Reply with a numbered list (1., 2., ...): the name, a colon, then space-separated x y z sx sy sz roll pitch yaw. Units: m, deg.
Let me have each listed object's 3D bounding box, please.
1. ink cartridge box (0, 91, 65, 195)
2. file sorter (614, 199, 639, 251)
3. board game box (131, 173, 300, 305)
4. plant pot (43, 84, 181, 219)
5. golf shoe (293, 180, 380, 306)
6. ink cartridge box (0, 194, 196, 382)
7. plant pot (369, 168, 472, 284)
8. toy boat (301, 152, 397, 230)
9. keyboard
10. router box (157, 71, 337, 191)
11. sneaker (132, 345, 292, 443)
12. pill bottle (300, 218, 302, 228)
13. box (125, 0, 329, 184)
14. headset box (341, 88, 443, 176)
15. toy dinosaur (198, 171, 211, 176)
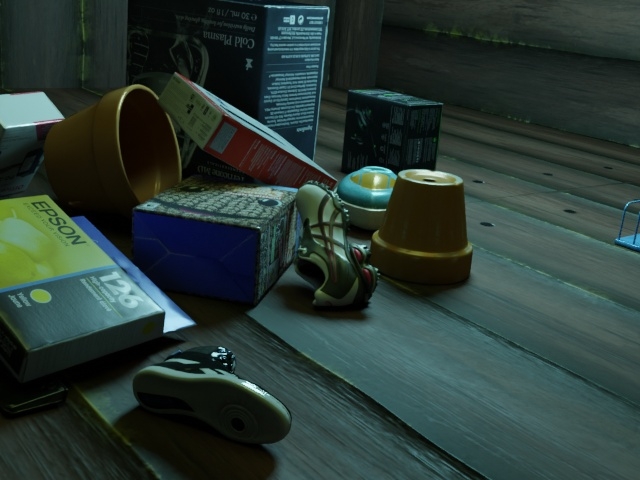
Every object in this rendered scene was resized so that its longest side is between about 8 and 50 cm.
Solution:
1. ink cartridge box: -0.697 -0.205 1.801 0.100 0.237 0.172 49 31 11
2. file sorter: 0.797 -0.023 1.897 0.118 0.104 0.170 -8 22 -38
3. board game box: -0.182 -0.012 1.509 0.232 0.141 0.291 9 18 10
4. plant pot: -0.454 -0.174 1.772 0.203 0.291 0.291 -8 14 16
5. golf shoe: 0.000 0.000 1.459 0.120 0.105 0.273 -14 53 -21
6. ink cartridge box: -0.373 0.045 1.172 0.303 0.072 0.307 39 32 25
7. plant pot: 0.208 -0.036 1.623 0.205 0.188 0.205 5 18 -2
8. toy boat: 0.062 -0.122 1.916 0.318 0.148 0.267 6 18 0
9. keyboard: -0.388 0.173 1.071 0.108 0.023 0.180 -16 28 -35
10. router box: -0.163 -0.213 1.743 0.301 0.082 0.335 27 9 -35
11. sneaker: -0.115 0.180 1.030 0.217 0.079 0.121 11 20 23
12. pill bottle: -0.089 -0.054 1.796 0.065 0.065 0.116 -8 21 -35
13. box: -0.264 -0.419 2.219 0.480 0.471 0.297 17 22 31
14. headset box: 0.190 -0.290 2.323 0.131 0.246 0.283 -10 22 -37
15. toy dinosaur: -0.195 -0.065 1.772 0.160 0.121 0.313 9 9 -31
